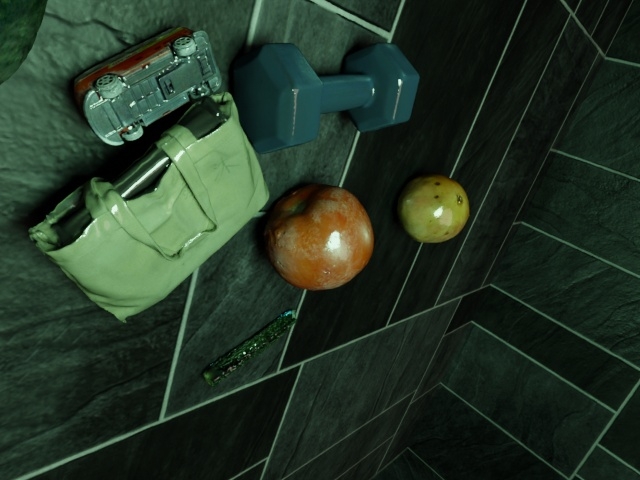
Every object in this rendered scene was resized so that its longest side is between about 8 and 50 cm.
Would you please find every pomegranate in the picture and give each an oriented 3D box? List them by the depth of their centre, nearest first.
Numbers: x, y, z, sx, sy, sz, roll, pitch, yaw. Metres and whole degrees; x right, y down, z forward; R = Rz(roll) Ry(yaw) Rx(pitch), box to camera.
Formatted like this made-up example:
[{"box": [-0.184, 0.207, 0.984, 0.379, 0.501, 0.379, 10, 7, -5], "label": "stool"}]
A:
[{"box": [0.291, -0.078, 1.169, 0.191, 0.191, 0.191, -32, 139, -32], "label": "pomegranate"}]

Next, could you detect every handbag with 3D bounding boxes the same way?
[{"box": [-0.211, -0.037, 0.625, 0.315, 0.109, 0.253, -42, 160, -14], "label": "handbag"}]

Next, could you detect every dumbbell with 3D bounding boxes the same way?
[{"box": [0.017, -0.239, 0.732, 0.324, 0.144, 0.160, -22, 135, -40], "label": "dumbbell"}]

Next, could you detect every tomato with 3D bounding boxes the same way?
[{"box": [0.000, 0.000, 0.846, 0.208, 0.208, 0.185, -45, 125, -16], "label": "tomato"}]

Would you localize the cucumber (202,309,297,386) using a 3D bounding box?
[{"box": [-0.147, 0.236, 1.005, 0.256, 0.043, 0.044, -33, 145, -32], "label": "cucumber"}]

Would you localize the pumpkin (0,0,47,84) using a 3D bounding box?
[{"box": [-0.327, -0.202, 0.241, 0.322, 0.241, 0.324, -18, 131, -22], "label": "pumpkin"}]

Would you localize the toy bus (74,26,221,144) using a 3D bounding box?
[{"box": [-0.211, -0.191, 0.541, 0.174, 0.077, 0.079, -40, 148, -22], "label": "toy bus"}]
